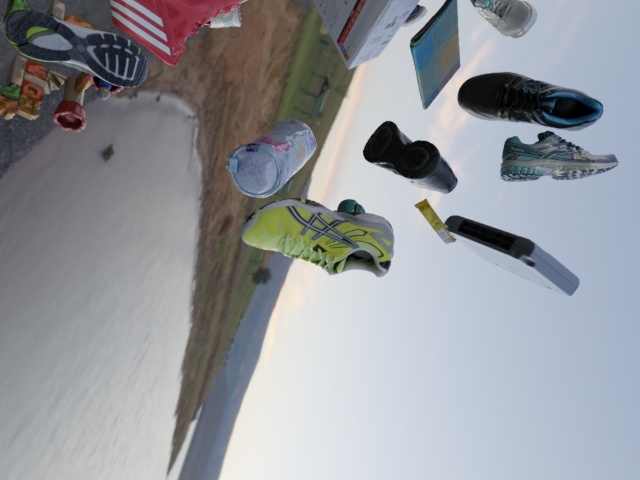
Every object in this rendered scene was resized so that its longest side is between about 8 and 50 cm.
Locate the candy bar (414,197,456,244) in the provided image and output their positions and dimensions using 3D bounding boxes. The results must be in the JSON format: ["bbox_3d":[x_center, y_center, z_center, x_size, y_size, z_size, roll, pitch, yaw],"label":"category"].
[{"bbox_3d":[0.313,-0.046,1.254,0.040,0.161,0.018,-28,-155,34],"label":"candy bar"}]

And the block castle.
[{"bbox_3d":[-0.765,-0.463,1.162,0.303,0.453,0.213,-25,-121,34],"label":"block castle"}]

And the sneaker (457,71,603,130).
[{"bbox_3d":[0.513,-0.349,1.147,0.139,0.341,0.125,-40,140,-71],"label":"sneaker"}]

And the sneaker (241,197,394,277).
[{"bbox_3d":[0.000,0.000,1.131,0.145,0.385,0.147,101,-9,-46],"label":"sneaker"}]

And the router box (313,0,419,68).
[{"bbox_3d":[0.061,-0.520,0.815,0.301,0.082,0.335,63,-14,-1],"label":"router box"}]

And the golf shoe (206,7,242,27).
[{"bbox_3d":[-0.413,-0.896,1.796,0.306,0.140,0.115,50,-23,45],"label":"golf shoe"}]

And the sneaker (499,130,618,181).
[{"bbox_3d":[0.594,-0.217,1.160,0.110,0.283,0.122,67,22,-87],"label":"sneaker"}]

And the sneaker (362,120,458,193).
[{"bbox_3d":[0.195,-0.176,1.046,0.109,0.130,0.286,-51,-144,12],"label":"sneaker"}]

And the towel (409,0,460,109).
[{"bbox_3d":[0.465,-0.737,1.857,0.271,0.040,0.370,-50,151,-8],"label":"towel"}]

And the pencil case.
[{"bbox_3d":[-0.100,-0.186,1.019,0.273,0.124,0.113,-57,148,-60],"label":"pencil case"}]

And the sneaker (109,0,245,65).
[{"bbox_3d":[-0.150,-0.283,0.559,0.087,0.221,0.128,45,-48,29],"label":"sneaker"}]

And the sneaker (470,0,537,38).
[{"bbox_3d":[0.400,-0.531,1.066,0.080,0.094,0.212,-61,-145,30],"label":"sneaker"}]

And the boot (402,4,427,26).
[{"bbox_3d":[0.246,-0.722,1.457,0.069,0.086,0.190,-54,-147,-5],"label":"boot"}]

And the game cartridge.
[{"bbox_3d":[0.443,0.031,1.094,0.062,0.198,0.297,-61,-154,4],"label":"game cartridge"}]

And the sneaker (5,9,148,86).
[{"bbox_3d":[-0.532,-0.428,1.034,0.121,0.300,0.111,31,-75,40],"label":"sneaker"}]

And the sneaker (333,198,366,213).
[{"bbox_3d":[0.082,-0.074,1.647,0.295,0.124,0.178,39,46,-56],"label":"sneaker"}]
